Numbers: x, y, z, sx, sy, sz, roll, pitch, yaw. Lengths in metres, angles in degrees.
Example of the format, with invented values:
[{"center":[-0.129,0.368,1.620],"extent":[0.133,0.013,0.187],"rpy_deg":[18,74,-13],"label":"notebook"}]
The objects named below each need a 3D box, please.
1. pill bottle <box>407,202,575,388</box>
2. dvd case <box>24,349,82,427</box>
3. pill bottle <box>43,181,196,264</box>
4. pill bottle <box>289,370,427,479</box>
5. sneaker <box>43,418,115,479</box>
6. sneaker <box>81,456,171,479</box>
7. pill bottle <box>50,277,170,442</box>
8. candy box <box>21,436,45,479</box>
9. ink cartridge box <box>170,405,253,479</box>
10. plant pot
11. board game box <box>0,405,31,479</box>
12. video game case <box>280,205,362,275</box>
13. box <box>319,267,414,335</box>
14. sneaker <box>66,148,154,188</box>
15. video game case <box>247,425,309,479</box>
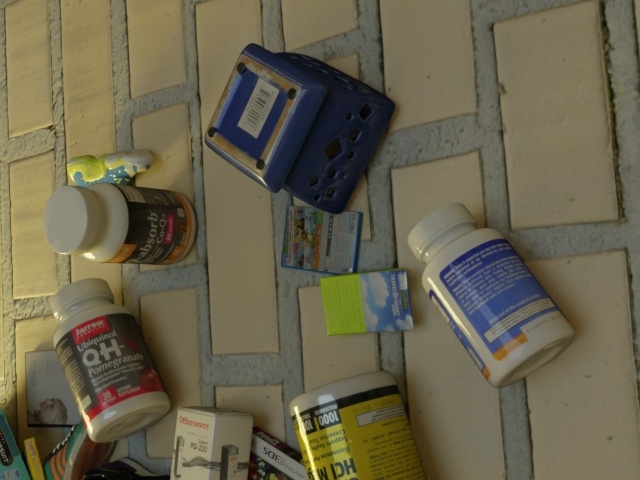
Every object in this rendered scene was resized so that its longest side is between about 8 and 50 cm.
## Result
[{"center":[0.253,0.077,1.358],"extent":[0.152,0.152,0.272],"rpy_deg":[-44,64,25],"label":"pill bottle"},{"center":[-0.599,0.342,2.034],"extent":[0.253,0.022,0.180],"rpy_deg":[-8,82,35],"label":"dvd case"},{"center":[-0.397,-0.033,1.753],"extent":[0.162,0.278,0.162],"rpy_deg":[-2,87,36],"label":"pill bottle"},{"center":[0.079,0.397,1.440],"extent":[0.188,0.188,0.333],"rpy_deg":[-27,72,32],"label":"pill bottle"},{"center":[-0.547,0.476,1.933],"extent":[0.121,0.108,0.302],"rpy_deg":[36,112,30],"label":"sneaker"},{"center":[-0.375,0.528,1.800],"extent":[0.283,0.124,0.107],"rpy_deg":[4,90,36],"label":"sneaker"},{"center":[-0.452,0.244,1.839],"extent":[0.176,0.176,0.318],"rpy_deg":[-41,66,27],"label":"pill bottle"},{"center":[-0.660,0.535,2.007],"extent":[0.105,0.027,0.206],"rpy_deg":[64,148,23],"label":"candy box"},{"center":[-0.211,0.430,1.670],"extent":[0.159,0.092,0.217],"rpy_deg":[-7,74,54],"label":"ink cartridge box"},{"center":[-0.051,-0.205,1.548],"extent":[0.236,0.212,0.235],"rpy_deg":[37,107,36],"label":"plant pot"},{"center":[-0.756,0.519,2.039],"extent":[0.336,0.079,0.253],"rpy_deg":[56,144,25],"label":"board game box"},{"center":[0.000,0.000,1.628],"extent":[0.166,0.015,0.119],"rpy_deg":[7,92,36],"label":"video game case"},{"center":[0.087,0.107,1.534],"extent":[0.178,0.042,0.108],"rpy_deg":[-8,91,34],"label":"box"},{"center":[-0.452,-0.131,1.932],"extent":[0.240,0.091,0.126],"rpy_deg":[0,106,35],"label":"sneaker"},{"center":[-0.088,0.500,1.646],"extent":[0.210,0.042,0.232],"rpy_deg":[24,101,36],"label":"video game case"}]
